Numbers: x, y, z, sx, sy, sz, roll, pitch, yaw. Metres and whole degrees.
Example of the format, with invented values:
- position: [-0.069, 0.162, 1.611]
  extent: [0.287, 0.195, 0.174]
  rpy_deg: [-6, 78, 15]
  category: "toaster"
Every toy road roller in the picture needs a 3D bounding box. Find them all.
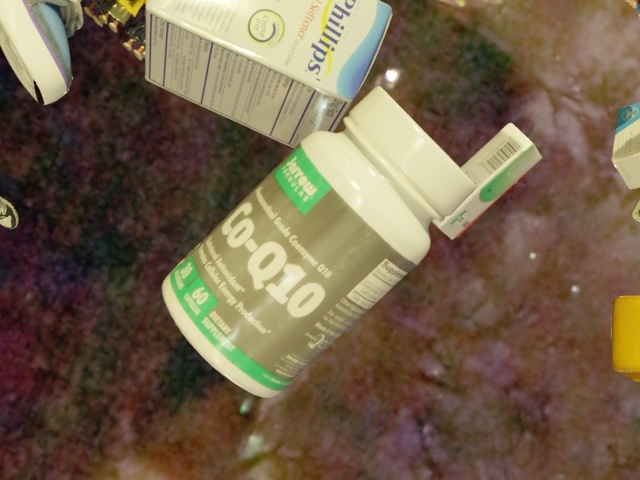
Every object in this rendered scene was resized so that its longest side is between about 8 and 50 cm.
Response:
- position: [0.670, 0.179, 1.936]
  extent: [0.329, 0.240, 0.202]
  rpy_deg: [-7, -102, 52]
  category: "toy road roller"

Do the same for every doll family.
- position: [-0.264, -0.346, 1.652]
  extent: [0.111, 0.193, 0.076]
  rpy_deg: [-48, -176, -12]
  category: "doll family"

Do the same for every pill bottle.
- position: [0.000, 0.000, 1.303]
  extent: [0.361, 0.204, 0.204]
  rpy_deg: [-45, -177, 8]
  category: "pill bottle"

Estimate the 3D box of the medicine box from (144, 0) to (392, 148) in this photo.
- position: [-0.082, -0.265, 1.473]
  extent: [0.263, 0.289, 0.149]
  rpy_deg: [131, -18, -75]
  category: "medicine box"

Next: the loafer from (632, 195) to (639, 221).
- position: [0.708, -0.115, 2.011]
  extent: [0.111, 0.112, 0.319]
  rpy_deg: [-13, 156, -31]
  category: "loafer"

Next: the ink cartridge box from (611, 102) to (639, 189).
- position: [0.602, -0.179, 1.757]
  extent: [0.231, 0.078, 0.134]
  rpy_deg: [-16, -140, 35]
  category: "ink cartridge box"

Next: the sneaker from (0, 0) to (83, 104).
- position: [-0.270, -0.331, 1.197]
  extent: [0.236, 0.323, 0.130]
  rpy_deg: [-23, 169, -16]
  category: "sneaker"

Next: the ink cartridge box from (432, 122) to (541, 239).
- position: [0.258, -0.071, 1.635]
  extent: [0.181, 0.056, 0.224]
  rpy_deg: [-43, 155, 8]
  category: "ink cartridge box"

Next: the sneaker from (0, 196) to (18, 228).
- position: [-0.425, -0.044, 1.399]
  extent: [0.032, 0.083, 0.037]
  rpy_deg: [-24, -154, 17]
  category: "sneaker"

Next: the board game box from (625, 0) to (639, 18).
- position: [0.506, -0.367, 1.704]
  extent: [0.033, 0.133, 0.169]
  rpy_deg: [-23, -143, 15]
  category: "board game box"
